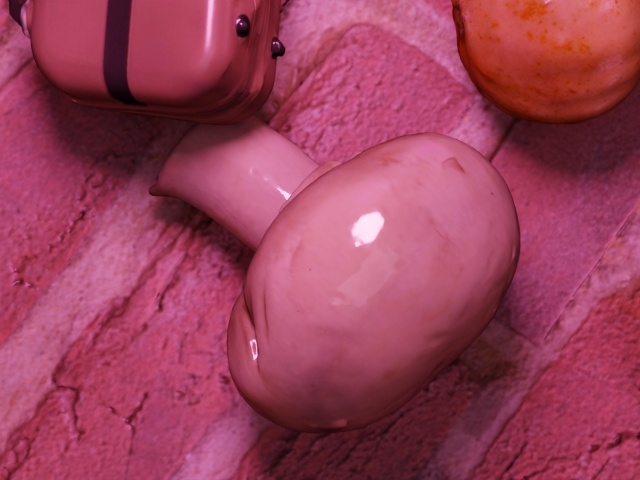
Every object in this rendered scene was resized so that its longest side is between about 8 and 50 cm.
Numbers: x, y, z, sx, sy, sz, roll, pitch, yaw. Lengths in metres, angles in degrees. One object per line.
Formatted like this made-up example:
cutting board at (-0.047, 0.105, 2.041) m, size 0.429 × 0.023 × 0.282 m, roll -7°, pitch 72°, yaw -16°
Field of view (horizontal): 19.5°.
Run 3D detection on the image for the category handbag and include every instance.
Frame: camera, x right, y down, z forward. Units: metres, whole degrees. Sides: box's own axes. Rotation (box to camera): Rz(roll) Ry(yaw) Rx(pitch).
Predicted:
handbag at (-0.173, -0.260, 1.706) m, size 0.283 × 0.149 × 0.302 m, roll 2°, pitch 86°, yaw 23°

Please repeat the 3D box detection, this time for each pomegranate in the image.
pomegranate at (0.222, -0.211, 1.761) m, size 0.207 × 0.207 × 0.207 m, roll 0°, pitch 93°, yaw -7°

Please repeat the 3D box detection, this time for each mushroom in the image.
mushroom at (0.000, 0.000, 1.719) m, size 0.336 × 0.314 × 0.314 m, roll 39°, pitch 87°, yaw 14°
